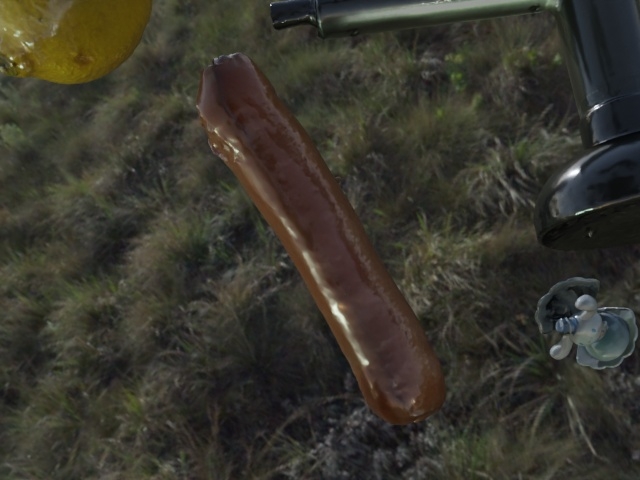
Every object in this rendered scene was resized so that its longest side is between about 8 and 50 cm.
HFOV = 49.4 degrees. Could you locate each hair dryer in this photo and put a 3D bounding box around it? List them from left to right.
[{"bbox_3d":[0.135,-0.129,0.545,0.284,0.156,0.320,-20,72,14],"label":"hair dryer"}]

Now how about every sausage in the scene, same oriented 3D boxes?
[{"bbox_3d":[0.000,0.000,0.715,0.094,0.419,0.094,-31,1,39],"label":"sausage"}]

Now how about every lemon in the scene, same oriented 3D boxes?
[{"bbox_3d":[-0.310,-0.295,0.862,0.188,0.188,0.256,3,53,37],"label":"lemon"}]

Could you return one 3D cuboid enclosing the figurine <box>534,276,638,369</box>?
[{"bbox_3d":[0.277,0.089,0.744,0.094,0.086,0.082,-53,28,23],"label":"figurine"}]
